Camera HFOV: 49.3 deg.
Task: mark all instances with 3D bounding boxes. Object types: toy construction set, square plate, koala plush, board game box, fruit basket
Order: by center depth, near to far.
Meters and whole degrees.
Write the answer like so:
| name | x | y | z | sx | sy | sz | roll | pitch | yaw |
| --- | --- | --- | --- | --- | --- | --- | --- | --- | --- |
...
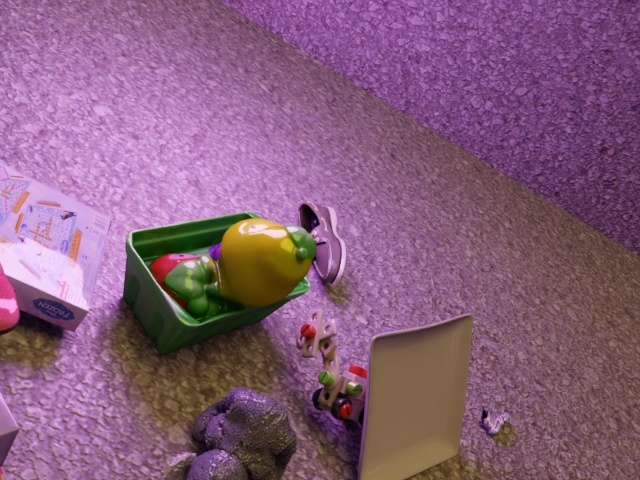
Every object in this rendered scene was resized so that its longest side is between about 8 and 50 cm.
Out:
| name | x | y | z | sx | sy | sz | roll | pitch | yaw |
| --- | --- | --- | --- | --- | --- | --- | --- | --- | --- |
| koala plush | -0.161 | 0.385 | 1.204 | 0.196 | 0.203 | 0.221 | 40 | 46 | 5 |
| board game box | -0.574 | -0.010 | 1.325 | 0.318 | 0.066 | 0.318 | 30 | 25 | -24 |
| fruit basket | -0.176 | 0.045 | 1.419 | 0.392 | 0.392 | 0.283 | -14 | 58 | -49 |
| square plate | 0.199 | 0.339 | 1.496 | 0.347 | 0.344 | 0.049 | -5 | 13 | -44 |
| toy construction set | 0.084 | 0.281 | 1.500 | 0.328 | 0.215 | 0.151 | 28 | -10 | -31 |

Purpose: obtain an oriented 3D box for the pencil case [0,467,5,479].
| name | x | y | z | sx | sy | sz | roll | pitch | yaw |
| --- | --- | --- | --- | --- | --- | --- | --- | --- | --- |
| pencil case | -0.448 | 0.404 | 0.933 | 0.104 | 0.104 | 0.236 | -13 | 80 | -48 |

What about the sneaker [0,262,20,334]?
| name | x | y | z | sx | sy | sz | roll | pitch | yaw |
| --- | --- | --- | --- | --- | --- | --- | --- | --- | --- |
| sneaker | -0.565 | 0.004 | 1.087 | 0.116 | 0.136 | 0.314 | -22 | 75 | -52 |

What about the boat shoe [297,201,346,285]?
| name | x | y | z | sx | sy | sz | roll | pitch | yaw |
| --- | --- | --- | --- | --- | --- | --- | --- | --- | --- |
| boat shoe | -0.002 | 0.003 | 1.850 | 0.091 | 0.109 | 0.305 | 19 | 32 | -22 |

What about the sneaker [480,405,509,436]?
| name | x | y | z | sx | sy | sz | roll | pitch | yaw |
| --- | --- | --- | --- | --- | --- | --- | --- | --- | --- |
| sneaker | 0.437 | 0.444 | 1.768 | 0.069 | 0.038 | 0.098 | 47 | 35 | 13 |

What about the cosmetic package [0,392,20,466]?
| name | x | y | z | sx | sy | sz | roll | pitch | yaw |
| --- | --- | --- | --- | --- | --- | --- | --- | --- | --- |
| cosmetic package | -0.565 | 0.238 | 1.060 | 0.107 | 0.127 | 0.238 | -18 | 63 | -49 |
